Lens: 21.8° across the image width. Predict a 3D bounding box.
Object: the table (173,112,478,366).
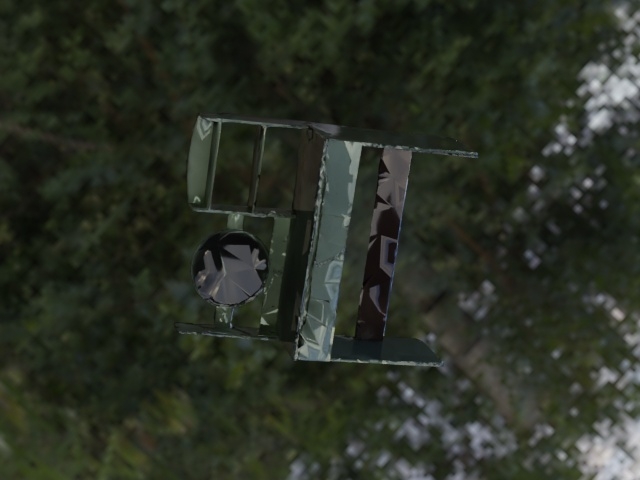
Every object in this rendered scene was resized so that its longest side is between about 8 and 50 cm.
[{"bbox_3d":[0.000,0.000,1.072,0.062,0.175,0.146,-133,-131,-70],"label":"table"}]
